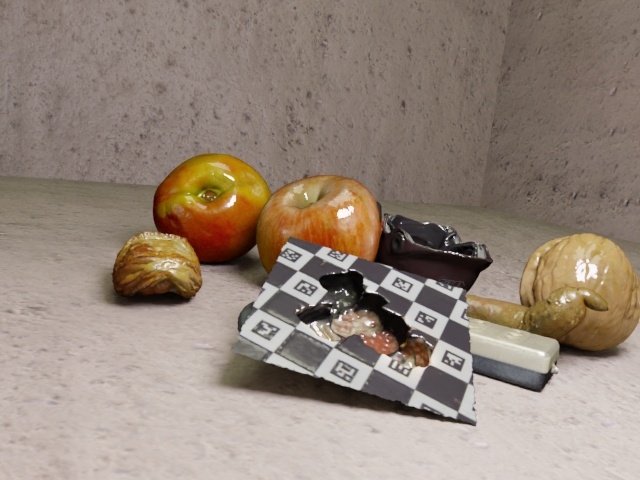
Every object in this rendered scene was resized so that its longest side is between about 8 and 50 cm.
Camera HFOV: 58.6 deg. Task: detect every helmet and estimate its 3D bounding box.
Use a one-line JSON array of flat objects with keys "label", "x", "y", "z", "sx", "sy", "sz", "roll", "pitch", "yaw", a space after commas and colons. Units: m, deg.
[{"label": "helmet", "x": 0.237, "y": 0.060, "z": 1.288, "sx": 0.225, "sy": 0.177, "sz": 0.305, "roll": 13, "pitch": 16, "yaw": -16}]

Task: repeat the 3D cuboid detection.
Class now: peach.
[{"label": "peach", "x": -0.278, "y": -0.081, "z": 1.507, "sx": 0.308, "sy": 0.307, "sz": 0.332, "roll": 6, "pitch": -6, "yaw": -2}]

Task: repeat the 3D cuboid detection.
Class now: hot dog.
[{"label": "hot dog", "x": -0.324, "y": 0.061, "z": 1.138, "sx": 0.175, "sy": 0.114, "sz": 0.259, "roll": 8, "pitch": 11, "yaw": -17}]

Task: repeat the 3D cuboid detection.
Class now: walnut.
[{"label": "walnut", "x": 0.499, "y": 0.096, "z": 1.094, "sx": 0.228, "sy": 0.228, "sz": 0.228, "roll": 6, "pitch": 10, "yaw": -1}]

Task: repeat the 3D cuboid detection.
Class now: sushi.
[{"label": "sushi", "x": 0.062, "y": 0.142, "z": 0.894, "sx": 0.339, "sy": 0.068, "sz": 0.320, "roll": 16, "pitch": 32, "yaw": 1}]

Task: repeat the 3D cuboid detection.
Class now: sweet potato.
[{"label": "sweet potato", "x": 0.350, "y": 0.143, "z": 1.025, "sx": 0.310, "sy": 0.124, "sz": 0.098, "roll": -4, "pitch": 24, "yaw": 40}]

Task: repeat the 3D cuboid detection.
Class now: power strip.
[{"label": "power strip", "x": 0.268, "y": 0.175, "z": 0.959, "sx": 0.257, "sy": 0.070, "sz": 0.105, "roll": 13, "pitch": 13, "yaw": 31}]

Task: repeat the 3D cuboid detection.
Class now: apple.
[{"label": "apple", "x": 0.000, "y": 0.000, "z": 1.316, "sx": 0.302, "sy": 0.301, "sz": 0.301, "roll": 6, "pitch": 10, "yaw": -1}]

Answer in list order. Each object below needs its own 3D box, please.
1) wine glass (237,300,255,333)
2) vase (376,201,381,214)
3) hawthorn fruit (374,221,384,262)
[{"label": "wine glass", "x": -0.061, "y": 0.122, "z": 0.991, "sx": 0.093, "sy": 0.092, "sz": 0.202, "roll": 9, "pitch": 10, "yaw": 16}, {"label": "vase", "x": 0.031, "y": -0.038, "z": 1.807, "sx": 0.321, "sy": 0.173, "sz": 0.173, "roll": 1, "pitch": 9, "yaw": 9}, {"label": "hawthorn fruit", "x": 0.167, "y": 0.031, "z": 1.513, "sx": 0.179, "sy": 0.173, "sz": 0.173, "roll": -22, "pitch": 15, "yaw": -8}]
